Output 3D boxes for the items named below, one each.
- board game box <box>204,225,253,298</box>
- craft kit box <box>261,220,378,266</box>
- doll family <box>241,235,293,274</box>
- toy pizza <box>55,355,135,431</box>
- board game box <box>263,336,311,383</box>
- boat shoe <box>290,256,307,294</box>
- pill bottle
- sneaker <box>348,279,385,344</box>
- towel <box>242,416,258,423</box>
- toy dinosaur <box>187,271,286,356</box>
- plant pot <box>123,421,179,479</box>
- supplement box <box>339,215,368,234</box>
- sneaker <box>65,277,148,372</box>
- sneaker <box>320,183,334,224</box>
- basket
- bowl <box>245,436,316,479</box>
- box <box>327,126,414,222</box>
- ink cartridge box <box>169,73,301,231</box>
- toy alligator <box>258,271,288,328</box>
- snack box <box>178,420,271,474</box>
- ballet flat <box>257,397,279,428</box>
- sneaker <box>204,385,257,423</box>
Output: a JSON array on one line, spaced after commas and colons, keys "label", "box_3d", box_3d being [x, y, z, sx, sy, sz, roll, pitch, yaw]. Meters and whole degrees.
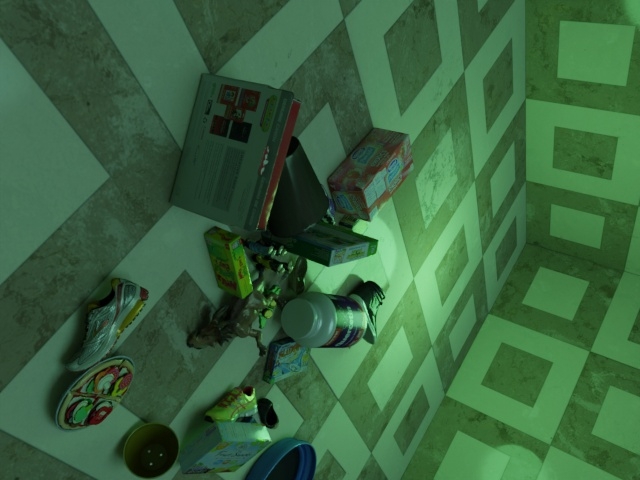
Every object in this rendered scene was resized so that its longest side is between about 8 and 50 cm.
[{"label": "board game box", "box_3d": [-0.237, 0.058, 1.442, 0.043, 0.092, 0.181, -41, 138, -38]}, {"label": "craft kit box", "box_3d": [0.000, 0.000, 1.618, 0.247, 0.250, 0.060, -14, 118, -51]}, {"label": "doll family", "box_3d": [-0.156, 0.039, 1.543, 0.076, 0.111, 0.193, -53, 149, -28]}, {"label": "toy pizza", "box_3d": [-0.489, 0.344, 1.233, 0.201, 0.032, 0.201, -44, 154, -28]}, {"label": "board game box", "box_3d": [-0.105, 0.391, 1.871, 0.201, 0.035, 0.136, -5, 111, -55]}, {"label": "boat shoe", "box_3d": [-0.074, 0.106, 1.754, 0.050, 0.045, 0.135, -14, 122, -44]}, {"label": "pill bottle", "box_3d": [0.011, 0.265, 1.839, 0.323, 0.182, 0.181, 16, 93, -58]}, {"label": "sneaker", "box_3d": [0.205, 0.282, 2.206, 0.147, 0.105, 0.295, -42, 134, -29]}, {"label": "towel", "box_3d": [-0.228, 0.621, 1.817, 0.067, 0.029, 0.119, -51, 142, -25]}, {"label": "toy dinosaur", "box_3d": [-0.216, 0.190, 1.526, 0.200, 0.127, 0.295, 42, 65, -48]}, {"label": "plant pot", "box_3d": [-0.424, 0.540, 1.410, 0.134, 0.134, 0.095, -48, 168, -31]}, {"label": "supplement box", "box_3d": [0.116, -0.052, 1.940, 0.083, 0.056, 0.083, -51, 143, -27]}, {"label": "sneaker", "box_3d": [-0.471, 0.177, 1.187, 0.093, 0.088, 0.225, 39, 78, -26]}, {"label": "sneaker", "box_3d": [0.005, -0.121, 1.752, 0.169, 0.068, 0.071, 71, 26, -47]}, {"label": "basket", "box_3d": [-0.088, -0.155, 1.504, 0.204, 0.154, 0.226, -47, 137, -29]}, {"label": "bowl", "box_3d": [-0.161, 0.906, 2.028, 0.391, 0.077, 0.390, -31, 131, -45]}, {"label": "box", "box_3d": [0.173, -0.224, 1.852, 0.300, 0.142, 0.154, -50, 143, -28]}, {"label": "ink cartridge box", "box_3d": [-0.168, -0.188, 1.244, 0.130, 0.272, 0.309, 7, 101, -57]}, {"label": "toy alligator", "box_3d": [-0.156, 0.170, 1.662, 0.051, 0.056, 0.189, 27, 83, -26]}, {"label": "snack box", "box_3d": [-0.274, 0.598, 1.605, 0.174, 0.070, 0.207, -42, 144, 16]}, {"label": "ballet flat", "box_3d": [-0.170, 0.589, 1.867, 0.057, 0.049, 0.173, -48, 142, -29]}, {"label": "sneaker", "box_3d": [-0.266, 0.485, 1.656, 0.209, 0.082, 0.094, -1, 97, -60]}]
